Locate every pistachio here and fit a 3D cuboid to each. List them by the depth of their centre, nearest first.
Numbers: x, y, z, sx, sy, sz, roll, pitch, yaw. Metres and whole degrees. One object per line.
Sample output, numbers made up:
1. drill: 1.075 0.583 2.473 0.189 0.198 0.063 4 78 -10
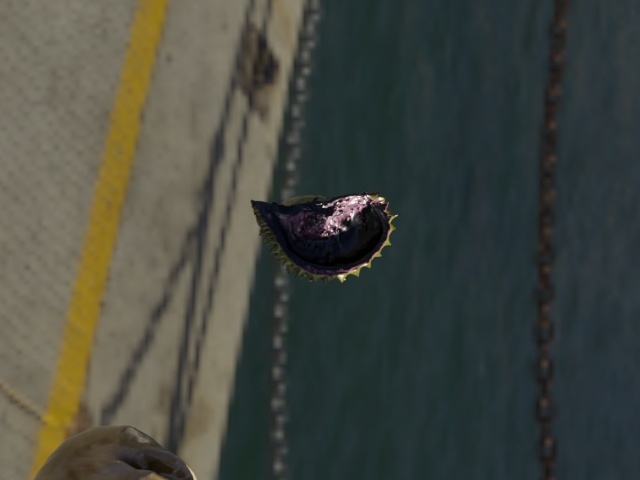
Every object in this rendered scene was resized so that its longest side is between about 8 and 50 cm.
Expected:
1. pistachio: -0.167 0.258 1.595 0.229 0.157 0.157 63 34 -47

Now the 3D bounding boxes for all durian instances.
1. durian: -0.001 -0.001 2.375 0.108 0.186 0.119 163 -80 -76
